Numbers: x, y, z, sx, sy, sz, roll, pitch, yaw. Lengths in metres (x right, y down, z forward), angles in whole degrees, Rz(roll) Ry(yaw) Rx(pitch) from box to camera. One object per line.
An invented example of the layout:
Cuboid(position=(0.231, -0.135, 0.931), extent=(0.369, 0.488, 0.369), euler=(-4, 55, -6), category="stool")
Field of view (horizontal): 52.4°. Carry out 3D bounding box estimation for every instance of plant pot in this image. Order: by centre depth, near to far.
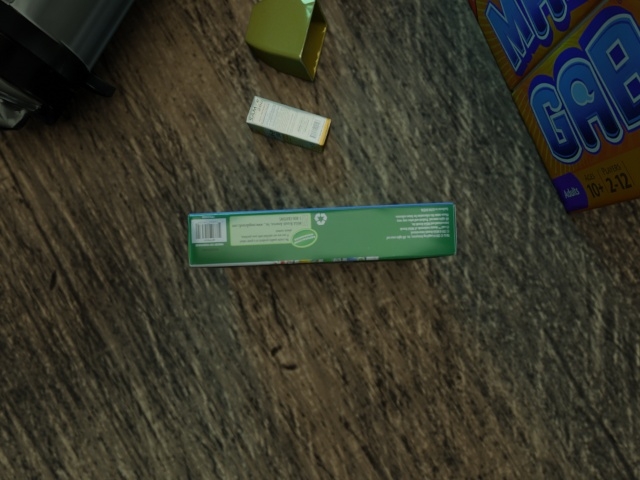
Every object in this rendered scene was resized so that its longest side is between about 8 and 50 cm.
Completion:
Cuboid(position=(-0.046, -0.256, 0.811), extent=(0.083, 0.081, 0.081), euler=(13, 87, 11), category="plant pot")

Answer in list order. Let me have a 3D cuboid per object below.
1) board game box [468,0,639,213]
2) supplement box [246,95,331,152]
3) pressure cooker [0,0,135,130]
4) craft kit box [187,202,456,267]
Cuboid(position=(0.407, -0.272, 0.675), extent=(0.357, 0.356, 0.356), euler=(-24, 87, -1), category="board game box")
Cuboid(position=(-0.038, -0.143, 0.812), extent=(0.098, 0.062, 0.036), euler=(17, 89, 1), category="supplement box")
Cuboid(position=(-0.368, -0.335, 0.664), extent=(0.370, 0.375, 0.420), euler=(30, 87, -2), category="pressure cooker")
Cuboid(position=(0.000, 0.000, 0.714), extent=(0.250, 0.246, 0.061), euler=(-2, 90, 0), category="craft kit box")
